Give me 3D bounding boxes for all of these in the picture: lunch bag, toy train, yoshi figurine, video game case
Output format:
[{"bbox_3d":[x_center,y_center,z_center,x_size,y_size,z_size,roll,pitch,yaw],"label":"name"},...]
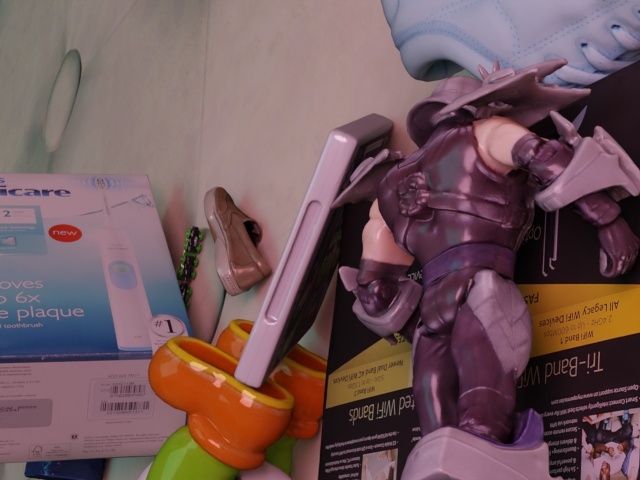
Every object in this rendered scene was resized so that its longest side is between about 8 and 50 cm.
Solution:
[{"bbox_3d":[-0.259,0.214,1.410,0.098,0.067,0.065,-19,60,59],"label":"lunch bag"},{"bbox_3d":[-0.127,0.027,1.304,0.024,0.017,0.083,162,120,-72],"label":"toy train"},{"bbox_3d":[-0.131,0.230,1.005,0.362,0.204,0.203,-69,22,12],"label":"yoshi figurine"},{"bbox_3d":[0.000,0.000,0.945,0.190,0.022,0.173,-42,-26,-77],"label":"video game case"}]

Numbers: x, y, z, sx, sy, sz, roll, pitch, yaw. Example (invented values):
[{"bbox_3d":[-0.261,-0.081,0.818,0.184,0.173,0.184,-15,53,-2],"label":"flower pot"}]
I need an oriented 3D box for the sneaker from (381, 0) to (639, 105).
[{"bbox_3d":[0.159,-0.127,0.728,0.366,0.135,0.150,22,126,60],"label":"sneaker"}]

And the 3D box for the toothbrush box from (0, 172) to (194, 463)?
[{"bbox_3d":[-0.248,0.062,1.275,0.295,0.216,0.126,-113,29,-54],"label":"toothbrush box"}]

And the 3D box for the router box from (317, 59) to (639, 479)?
[{"bbox_3d":[0.108,0.064,0.737,0.309,0.081,0.243,-24,56,58],"label":"router box"}]

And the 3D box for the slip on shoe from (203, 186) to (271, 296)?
[{"bbox_3d":[-0.071,-0.005,1.184,0.041,0.051,0.135,-25,32,7],"label":"slip on shoe"}]

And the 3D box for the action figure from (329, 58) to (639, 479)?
[{"bbox_3d":[0.070,0.037,0.633,0.185,0.099,0.285,132,147,-55],"label":"action figure"}]
